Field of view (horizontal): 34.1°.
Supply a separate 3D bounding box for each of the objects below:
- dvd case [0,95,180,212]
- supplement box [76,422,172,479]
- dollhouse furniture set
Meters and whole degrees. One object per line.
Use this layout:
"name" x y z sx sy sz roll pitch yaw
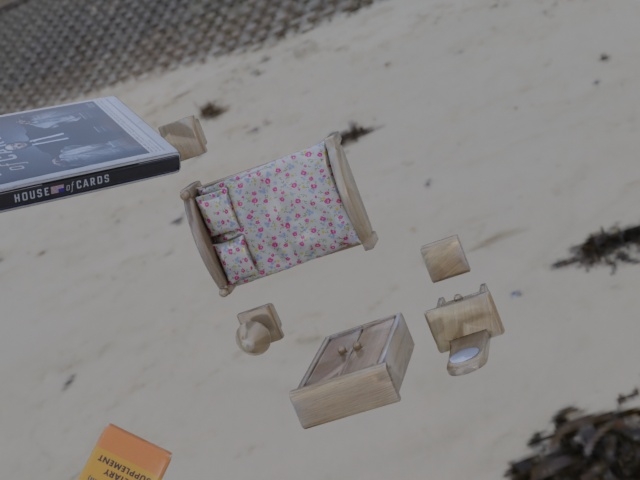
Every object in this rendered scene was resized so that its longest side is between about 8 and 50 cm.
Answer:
"dvd case" -0.290 -0.090 1.075 0.238 0.029 0.179 -15 34 -28
"supplement box" -0.231 0.300 1.025 0.233 0.078 0.080 -64 6 -13
"dollhouse furniture set" 0.000 0.000 1.153 0.303 0.355 0.174 -19 12 16
